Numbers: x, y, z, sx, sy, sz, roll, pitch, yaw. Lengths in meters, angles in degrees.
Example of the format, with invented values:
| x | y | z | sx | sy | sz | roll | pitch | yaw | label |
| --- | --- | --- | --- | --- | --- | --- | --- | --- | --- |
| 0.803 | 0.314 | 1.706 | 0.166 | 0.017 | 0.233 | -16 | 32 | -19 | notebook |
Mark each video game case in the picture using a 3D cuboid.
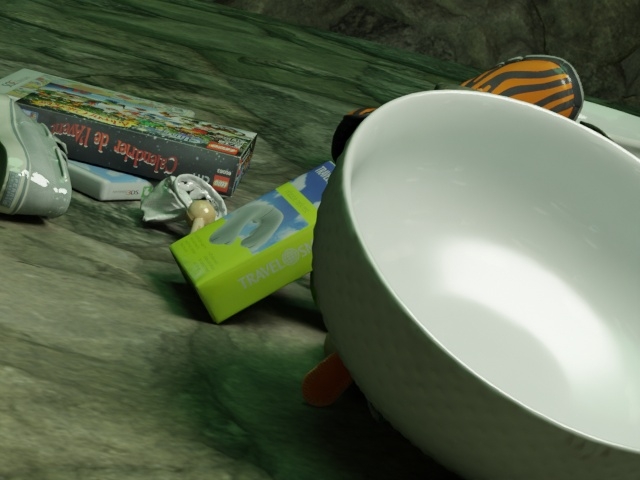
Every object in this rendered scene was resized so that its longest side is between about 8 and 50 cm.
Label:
| x | y | z | sx | sy | sz | roll | pitch | yaw | label |
| --- | --- | --- | --- | --- | --- | --- | --- | --- | --- |
| -0.230 | -0.085 | 1.720 | 0.212 | 0.023 | 0.193 | 24 | 16 | 34 | video game case |
| -0.276 | -0.158 | 1.970 | 0.227 | 0.026 | 0.206 | 15 | 13 | 1 | video game case |

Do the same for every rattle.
| x | y | z | sx | sy | sz | roll | pitch | yaw | label |
| --- | --- | --- | --- | --- | --- | --- | --- | --- | --- |
| 0.066 | 0.050 | 1.237 | 0.130 | 0.142 | 0.200 | 42 | 18 | 25 | rattle |

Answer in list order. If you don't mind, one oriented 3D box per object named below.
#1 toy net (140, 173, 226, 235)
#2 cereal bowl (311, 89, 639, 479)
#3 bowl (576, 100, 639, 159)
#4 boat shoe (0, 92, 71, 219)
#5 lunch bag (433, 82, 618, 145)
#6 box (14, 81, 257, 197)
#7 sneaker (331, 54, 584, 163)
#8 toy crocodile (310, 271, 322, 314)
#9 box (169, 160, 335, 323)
| x | y | z | sx | sy | sz | roll | pitch | yaw | label |
| --- | --- | --- | --- | --- | --- | --- | --- | --- | --- |
| -0.077 | -0.021 | 1.508 | 0.122 | 0.045 | 0.232 | -18 | 33 | -35 | toy net |
| 0.141 | 0.058 | 1.143 | 0.339 | 0.141 | 0.339 | 18 | 38 | -15 | cereal bowl |
| 0.333 | -0.103 | 2.150 | 0.298 | 0.134 | 0.298 | 14 | 12 | -3 | bowl |
| -0.276 | -0.072 | 1.527 | 0.081 | 0.079 | 0.227 | 19 | 15 | -23 | boat shoe |
| 0.249 | -0.056 | 1.811 | 0.287 | 0.169 | 0.235 | 21 | 9 | -5 | lunch bag |
| -0.189 | -0.107 | 1.698 | 0.233 | 0.044 | 0.159 | 14 | 13 | 0 | box |
| 0.151 | -0.129 | 1.973 | 0.321 | 0.124 | 0.180 | -21 | -2 | 38 | sneaker |
| 0.135 | 0.032 | 1.458 | 0.340 | 0.105 | 0.115 | 9 | -19 | -43 | toy crocodile |
| -0.028 | -0.006 | 1.349 | 0.178 | 0.042 | 0.109 | -29 | 24 | -7 | box |
